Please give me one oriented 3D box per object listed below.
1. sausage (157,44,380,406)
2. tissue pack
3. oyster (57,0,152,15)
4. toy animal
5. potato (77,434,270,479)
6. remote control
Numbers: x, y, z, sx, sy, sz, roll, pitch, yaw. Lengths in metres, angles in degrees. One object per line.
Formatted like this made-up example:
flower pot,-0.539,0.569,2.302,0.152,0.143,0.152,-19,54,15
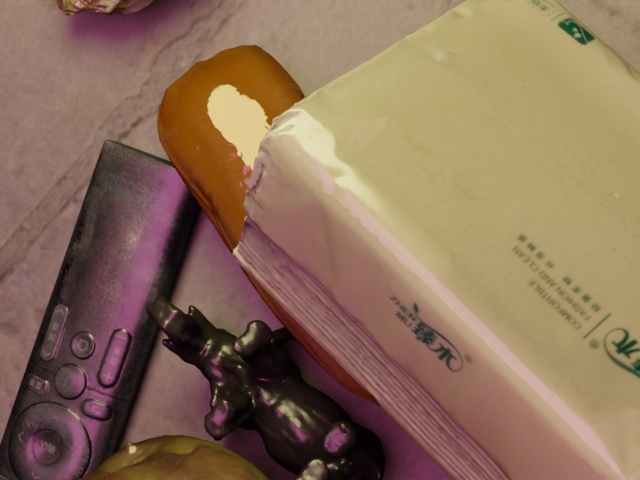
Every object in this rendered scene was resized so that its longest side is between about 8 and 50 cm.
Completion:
sausage,-0.001,0.002,1.629,0.134,0.116,0.354,-28,75,-25
tissue pack,0.165,0.020,1.473,0.380,0.207,0.297,43,57,15
oyster,-0.172,-0.261,1.737,0.163,0.081,0.191,-38,59,-10
toy animal,-0.047,0.137,1.625,0.114,0.146,0.245,-39,77,4
potato,-0.133,0.294,1.569,0.289,0.301,0.237,-37,80,7
remote control,-0.206,0.104,1.739,0.107,0.044,0.377,22,94,23
